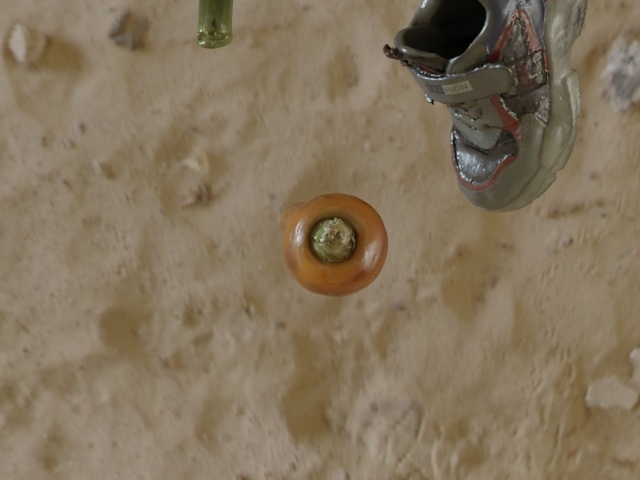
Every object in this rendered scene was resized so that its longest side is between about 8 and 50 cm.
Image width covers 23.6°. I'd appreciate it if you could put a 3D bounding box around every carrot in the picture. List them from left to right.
[{"bbox_3d":[0.000,0.000,0.955,0.061,0.257,0.061,0,92,-6],"label":"carrot"}]

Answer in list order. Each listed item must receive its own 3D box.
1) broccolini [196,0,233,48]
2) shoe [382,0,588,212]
[{"bbox_3d":[-0.060,-0.304,1.168,0.079,0.392,0.074,6,40,1],"label":"broccolini"},{"bbox_3d":[0.108,-0.117,1.050,0.126,0.227,0.099,-14,30,-33],"label":"shoe"}]
